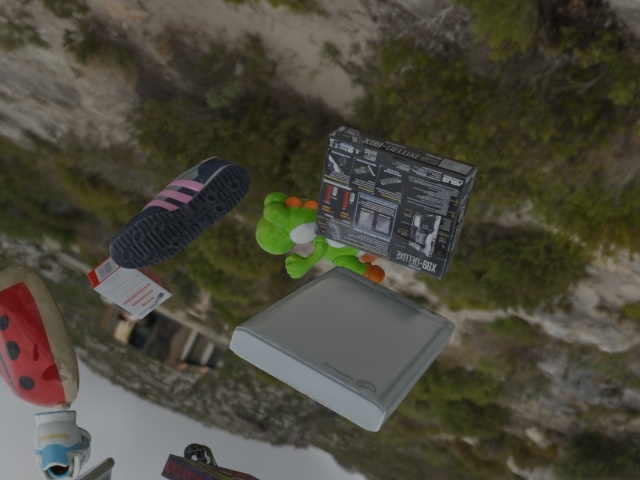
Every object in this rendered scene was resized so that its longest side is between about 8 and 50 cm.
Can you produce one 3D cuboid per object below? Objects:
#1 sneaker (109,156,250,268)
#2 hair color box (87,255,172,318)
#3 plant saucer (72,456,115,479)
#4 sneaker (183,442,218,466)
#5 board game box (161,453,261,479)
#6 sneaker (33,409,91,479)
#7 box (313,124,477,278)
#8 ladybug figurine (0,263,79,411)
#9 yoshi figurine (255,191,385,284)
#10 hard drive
[{"bbox_3d":[-0.297,-0.061,1.590,0.131,0.319,0.112,34,152,50],"label":"sneaker"},{"bbox_3d":[-0.409,0.095,1.688,0.053,0.093,0.167,54,-176,39],"label":"hair color box"},{"bbox_3d":[-0.565,0.586,1.547,0.100,0.400,0.400,57,173,4],"label":"plant saucer"},{"bbox_3d":[-0.287,0.632,2.003,0.078,0.234,0.106,-15,169,13],"label":"sneaker"},{"bbox_3d":[-0.101,0.460,1.361,0.347,0.056,0.208,8,159,47],"label":"board game box"},{"bbox_3d":[-0.424,0.348,1.274,0.087,0.092,0.228,-5,154,-9],"label":"sneaker"},{"bbox_3d":[0.150,-0.081,1.649,0.307,0.242,0.076,19,-148,18],"label":"box"},{"bbox_3d":[-0.815,0.278,2.167,0.449,0.162,0.305,58,138,17],"label":"ladybug figurine"},{"bbox_3d":[-0.015,0.003,1.979,0.362,0.203,0.203,30,-173,-25],"label":"yoshi figurine"},{"bbox_3d":[0.050,0.143,1.182,0.233,0.047,0.353,27,-158,17],"label":"hard drive"}]
